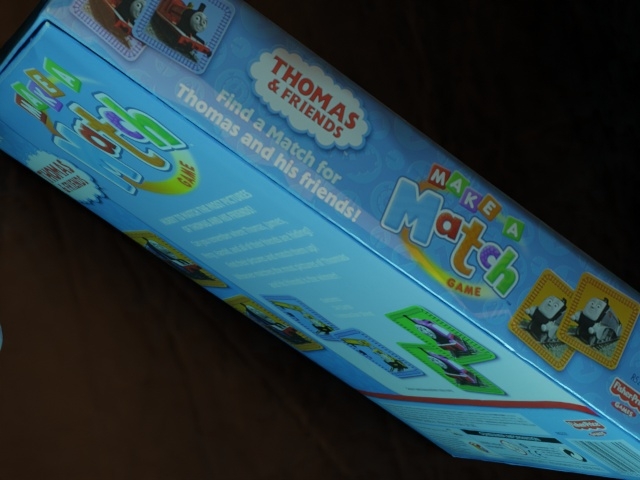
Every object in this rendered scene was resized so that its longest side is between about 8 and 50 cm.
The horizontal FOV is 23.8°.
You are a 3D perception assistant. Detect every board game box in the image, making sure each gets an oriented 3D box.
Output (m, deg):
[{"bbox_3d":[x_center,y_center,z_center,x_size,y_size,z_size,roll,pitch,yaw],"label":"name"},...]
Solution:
[{"bbox_3d":[0.000,0.000,0.448,0.211,0.160,0.039,34,75,-15],"label":"board game box"}]

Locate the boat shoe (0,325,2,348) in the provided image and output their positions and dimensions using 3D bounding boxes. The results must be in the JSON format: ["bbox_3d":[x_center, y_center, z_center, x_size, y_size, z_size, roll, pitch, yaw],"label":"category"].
[{"bbox_3d":[-0.208,0.083,0.404,0.267,0.096,0.088,-20,98,-19],"label":"boat shoe"}]
